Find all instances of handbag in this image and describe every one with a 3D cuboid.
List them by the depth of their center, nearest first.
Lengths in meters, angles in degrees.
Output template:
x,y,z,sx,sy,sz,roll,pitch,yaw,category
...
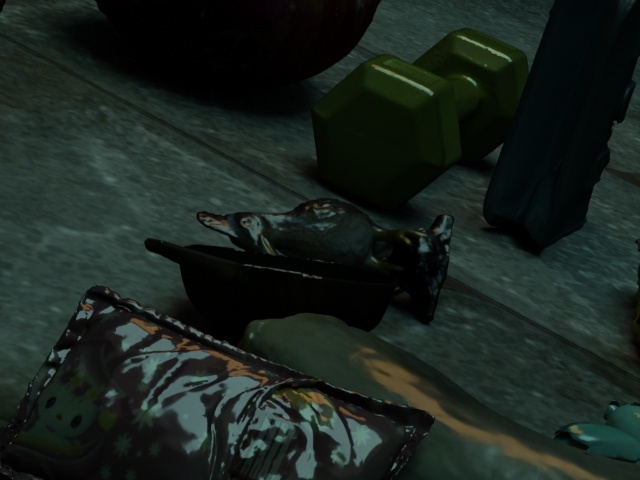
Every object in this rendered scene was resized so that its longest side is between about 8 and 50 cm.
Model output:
x,y,z,sx,sy,sz,roll,pitch,yaw,category
0.217,-0.114,1.411,0.062,0.229,0.179,24,19,20,handbag

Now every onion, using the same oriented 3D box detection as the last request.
x,y,z,sx,sy,sz,roll,pitch,yaw,category
-0.074,-0.238,1.475,0.256,0.272,0.230,19,45,10,onion

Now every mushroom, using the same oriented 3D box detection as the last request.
x,y,z,sx,sy,sz,roll,pitch,yaw,category
0.090,0.127,0.849,0.351,0.097,0.109,30,26,30,mushroom

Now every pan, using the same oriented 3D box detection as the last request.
x,y,z,sx,sy,sz,roll,pitch,yaw,category
-0.049,0.029,0.989,0.202,0.048,0.128,9,0,-39,pan

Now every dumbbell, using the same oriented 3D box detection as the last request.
x,y,z,sx,sy,sz,roll,pitch,yaw,category
0.093,-0.108,1.446,0.121,0.108,0.302,27,20,15,dumbbell

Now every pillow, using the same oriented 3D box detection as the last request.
x,y,z,sx,sy,sz,roll,pitch,yaw,category
-0.053,0.097,0.809,0.185,0.043,0.118,22,60,10,pillow

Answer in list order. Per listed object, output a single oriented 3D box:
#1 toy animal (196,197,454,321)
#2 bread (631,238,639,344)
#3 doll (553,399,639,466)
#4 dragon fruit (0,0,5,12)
x,y,z,sx,sy,sz,roll,pitch,yaw,category
0.009,0.003,1.163,0.202,0.070,0.105,7,11,-29,toy animal
0.364,0.043,1.262,0.262,0.162,0.204,-18,13,17,bread
0.201,0.140,0.983,0.158,0.059,0.159,1,27,-42,doll
-0.323,-0.188,1.107,0.274,0.193,0.192,10,51,-28,dragon fruit
